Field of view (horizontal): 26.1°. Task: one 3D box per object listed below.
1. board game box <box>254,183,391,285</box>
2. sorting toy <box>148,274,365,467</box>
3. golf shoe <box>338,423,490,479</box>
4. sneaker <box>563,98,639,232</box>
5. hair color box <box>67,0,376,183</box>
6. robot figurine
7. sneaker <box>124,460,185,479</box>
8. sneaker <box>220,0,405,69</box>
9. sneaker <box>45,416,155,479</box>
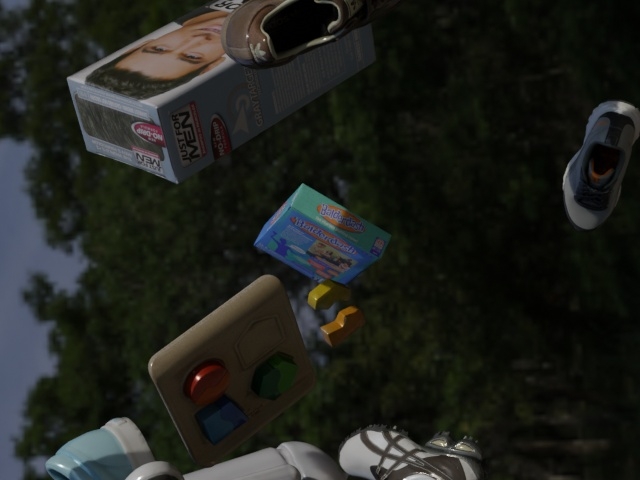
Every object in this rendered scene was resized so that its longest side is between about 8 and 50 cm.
[{"bbox_3d":[0.000,0.000,2.154,0.047,0.160,0.210,-63,9,-23],"label":"board game box"},{"bbox_3d":[-0.071,0.155,1.855,0.041,0.307,0.229,39,158,41],"label":"sorting toy"},{"bbox_3d":[0.088,0.261,1.537,0.077,0.198,0.094,55,-132,-29],"label":"golf shoe"},{"bbox_3d":[0.456,-0.108,2.293,0.272,0.100,0.108,96,-164,-48],"label":"sneaker"},{"bbox_3d":[-0.122,-0.225,1.814,0.374,0.185,0.114,-36,-51,-33],"label":"hair color box"},{"bbox_3d":[-0.099,0.428,2.108,0.300,0.353,0.200,100,150,-59],"label":"robot figurine"},{"bbox_3d":[-0.159,0.372,1.380,0.147,0.104,0.296,42,127,49],"label":"sneaker"},{"bbox_3d":[0.020,-0.176,1.022,0.071,0.188,0.066,34,153,60],"label":"sneaker"},{"bbox_3d":[-0.249,0.421,1.781,0.366,0.150,0.135,64,151,12],"label":"sneaker"}]
